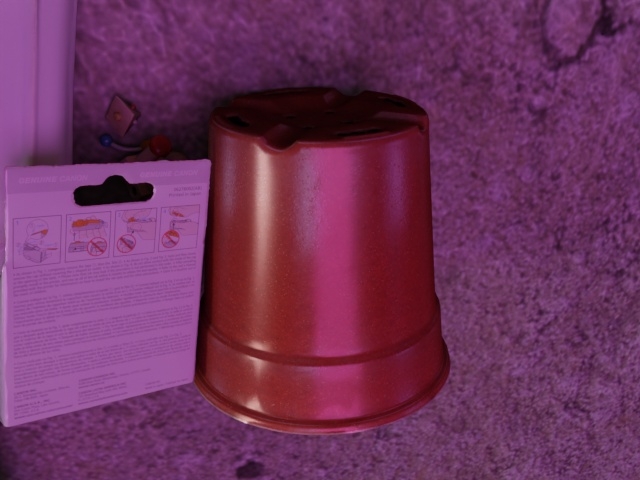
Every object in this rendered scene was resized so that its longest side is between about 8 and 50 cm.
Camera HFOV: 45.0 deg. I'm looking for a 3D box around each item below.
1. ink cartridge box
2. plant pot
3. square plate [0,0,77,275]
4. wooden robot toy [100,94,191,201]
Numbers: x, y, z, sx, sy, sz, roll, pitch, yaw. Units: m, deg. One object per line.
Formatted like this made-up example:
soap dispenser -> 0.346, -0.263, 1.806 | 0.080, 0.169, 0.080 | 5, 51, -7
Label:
ink cartridge box -> -0.192, 0.036, 0.675 | 0.181, 0.056, 0.224 | -7, 111, -37
plant pot -> 0.000, 0.000, 0.759 | 0.273, 0.272, 0.265 | -7, 115, -16
square plate -> -0.355, -0.120, 0.573 | 0.347, 0.049, 0.343 | 0, 100, -29
wooden robot toy -> -0.147, -0.063, 0.762 | 0.076, 0.173, 0.079 | -22, 180, 39
